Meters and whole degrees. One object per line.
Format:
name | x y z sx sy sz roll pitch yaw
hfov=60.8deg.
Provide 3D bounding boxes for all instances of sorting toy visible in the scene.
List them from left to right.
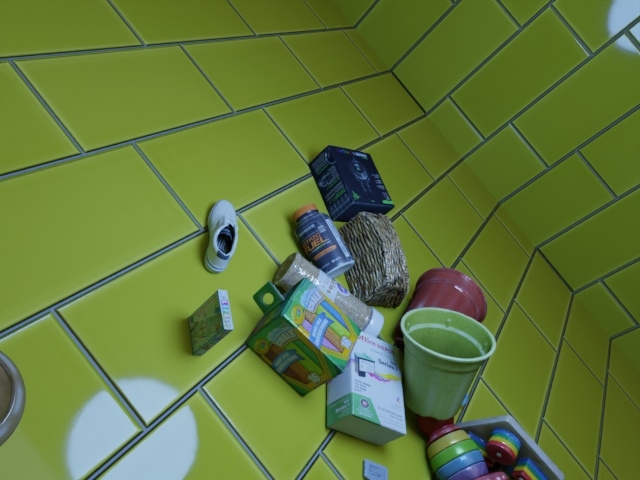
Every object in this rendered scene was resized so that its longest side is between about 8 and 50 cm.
sorting toy | 0.559 0.679 1.689 0.255 0.257 0.089 48 53 -2

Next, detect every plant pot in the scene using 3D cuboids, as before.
plant pot | -0.648 0.277 0.968 0.236 0.032 0.236 28 41 -28
plant pot | 0.401 0.276 1.880 0.272 0.272 0.265 49 44 -1
plant pot | 0.351 0.377 1.625 0.276 0.254 0.276 7 23 -3

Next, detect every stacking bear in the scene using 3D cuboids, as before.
stacking bear | 0.392 0.623 1.636 0.175 0.164 0.289 -10 52 -23

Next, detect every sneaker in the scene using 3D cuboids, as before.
sneaker | -0.271 -0.026 1.570 0.094 0.091 0.258 24 43 -30

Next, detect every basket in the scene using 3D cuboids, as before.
basket | 0.219 0.059 1.899 0.223 0.213 0.299 11 51 -39

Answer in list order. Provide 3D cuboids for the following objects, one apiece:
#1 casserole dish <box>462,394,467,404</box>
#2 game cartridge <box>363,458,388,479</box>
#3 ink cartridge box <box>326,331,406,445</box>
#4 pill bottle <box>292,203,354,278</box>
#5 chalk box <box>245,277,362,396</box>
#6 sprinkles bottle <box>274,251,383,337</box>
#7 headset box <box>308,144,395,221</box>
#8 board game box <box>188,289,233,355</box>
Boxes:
casserole dish | 0.441 0.489 1.902 0.114 0.037 0.188 -10 67 -50
game cartridge | 0.150 0.637 1.489 0.083 0.017 0.056 31 37 -23
ink cartridge box | 0.129 0.416 1.574 0.201 0.117 0.278 28 41 -26
pill bottle | 0.000 0.000 1.797 0.130 0.130 0.246 -11 66 -50
chalk box | -0.066 0.239 1.480 0.289 0.180 0.179 43 37 -7
sprinkles bottle | 0.028 0.182 1.674 0.355 0.121 0.121 37 38 -16
headset box | 0.123 -0.202 2.099 0.246 0.131 0.283 3 57 -44
board game box | -0.268 0.201 1.323 0.026 0.154 0.103 11 52 -40
